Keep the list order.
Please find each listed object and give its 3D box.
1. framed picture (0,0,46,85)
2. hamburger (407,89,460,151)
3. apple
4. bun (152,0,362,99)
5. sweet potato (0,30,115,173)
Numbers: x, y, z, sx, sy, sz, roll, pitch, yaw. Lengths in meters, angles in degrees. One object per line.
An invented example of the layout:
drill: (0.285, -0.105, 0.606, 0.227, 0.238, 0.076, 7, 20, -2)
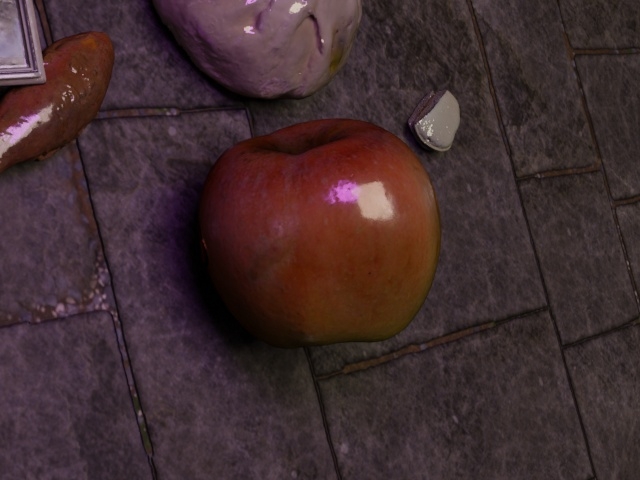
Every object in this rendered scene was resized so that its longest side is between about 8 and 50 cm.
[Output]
framed picture: (-0.474, -0.284, 1.425, 0.296, 0.019, 0.232, -8, 82, -29)
hamburger: (0.202, -0.201, 2.165, 0.084, 0.054, 0.121, 58, 46, -22)
apple: (0.000, 0.000, 1.695, 0.338, 0.338, 0.305, -30, 119, -47)
bun: (-0.063, -0.390, 1.822, 0.365, 0.219, 0.365, 14, 71, -45)
sweet potato: (-0.360, -0.143, 1.510, 0.109, 0.109, 0.385, 54, 46, -20)
